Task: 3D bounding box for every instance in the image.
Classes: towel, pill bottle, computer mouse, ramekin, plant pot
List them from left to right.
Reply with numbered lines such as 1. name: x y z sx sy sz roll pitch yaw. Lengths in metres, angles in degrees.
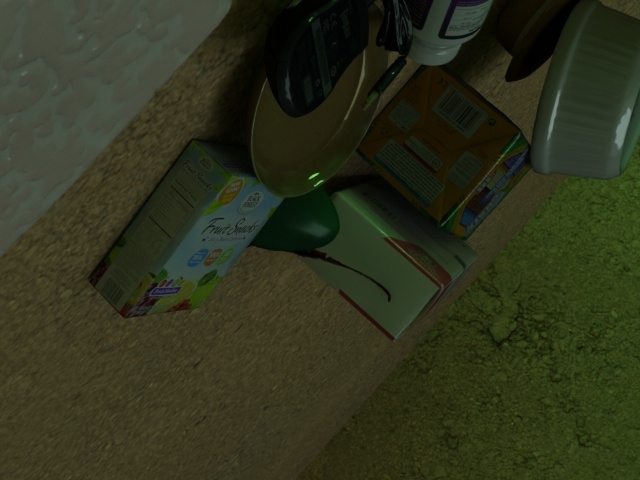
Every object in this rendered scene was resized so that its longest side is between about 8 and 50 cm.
1. towel: -0.227 -0.129 0.817 0.317 0.053 0.332 -47 164 4
2. plant pot: -0.007 -0.161 1.249 0.236 0.032 0.236 -38 143 -35
3. computer mouse: 0.014 -0.195 1.160 0.262 0.060 0.184 -56 148 -33
4. pill bottle: 0.146 -0.291 1.288 0.108 0.108 0.193 -38 163 -29
5. ramekin: 0.413 -0.213 1.673 0.273 0.127 0.272 -53 153 -41

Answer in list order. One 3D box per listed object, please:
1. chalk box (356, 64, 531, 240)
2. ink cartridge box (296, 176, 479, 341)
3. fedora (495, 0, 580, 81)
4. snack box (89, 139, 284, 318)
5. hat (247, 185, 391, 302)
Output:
1. chalk box: 0.199 -0.125 1.705 0.179 0.180 0.289 -49 163 6
2. ink cartridge box: 0.106 0.019 1.705 0.117 0.207 0.283 -51 171 18
3. fedora: 0.322 -0.330 1.701 0.194 0.079 0.194 -43 164 -16
4. snack box: -0.142 -0.012 1.295 0.207 0.070 0.174 -53 163 16
5. hat: 0.000 0.000 1.468 0.208 0.183 0.173 -27 154 -46
